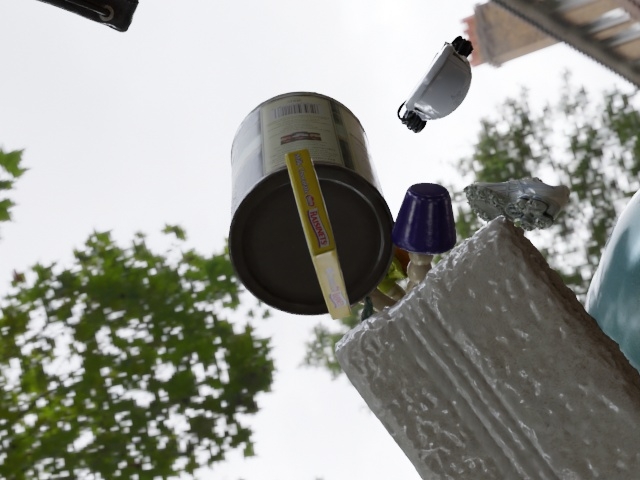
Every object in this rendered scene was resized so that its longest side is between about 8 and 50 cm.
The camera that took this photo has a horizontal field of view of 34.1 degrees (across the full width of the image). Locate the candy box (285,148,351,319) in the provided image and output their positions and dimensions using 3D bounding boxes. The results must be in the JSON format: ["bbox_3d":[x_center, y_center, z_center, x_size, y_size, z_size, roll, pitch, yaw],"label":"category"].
[{"bbox_3d":[0.000,0.000,1.024,0.206,0.027,0.105,75,177,-69],"label":"candy box"}]

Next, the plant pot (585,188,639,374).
[{"bbox_3d":[0.399,0.009,0.933,0.293,0.293,0.196,-60,-24,-45],"label":"plant pot"}]

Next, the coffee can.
[{"bbox_3d":[-0.018,-0.057,1.362,0.201,0.201,0.275,56,-169,-24],"label":"coffee can"}]

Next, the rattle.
[{"bbox_3d":[0.099,0.047,1.536,0.130,0.143,0.199,58,-161,17],"label":"rattle"}]

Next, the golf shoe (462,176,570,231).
[{"bbox_3d":[0.299,-0.063,1.583,0.086,0.176,0.069,-38,-56,-27],"label":"golf shoe"}]

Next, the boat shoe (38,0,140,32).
[{"bbox_3d":[-0.190,-0.138,0.481,0.228,0.080,0.076,3,-75,-28],"label":"boat shoe"}]

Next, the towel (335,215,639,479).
[{"bbox_3d":[0.157,0.140,0.786,0.282,0.187,0.049,53,-155,9],"label":"towel"}]

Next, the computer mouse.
[{"bbox_3d":[0.110,-0.139,0.961,0.042,0.106,0.193,35,-168,-2],"label":"computer mouse"}]

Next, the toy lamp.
[{"bbox_3d":[0.117,0.065,1.240,0.080,0.080,0.275,-39,-44,-53],"label":"toy lamp"}]
